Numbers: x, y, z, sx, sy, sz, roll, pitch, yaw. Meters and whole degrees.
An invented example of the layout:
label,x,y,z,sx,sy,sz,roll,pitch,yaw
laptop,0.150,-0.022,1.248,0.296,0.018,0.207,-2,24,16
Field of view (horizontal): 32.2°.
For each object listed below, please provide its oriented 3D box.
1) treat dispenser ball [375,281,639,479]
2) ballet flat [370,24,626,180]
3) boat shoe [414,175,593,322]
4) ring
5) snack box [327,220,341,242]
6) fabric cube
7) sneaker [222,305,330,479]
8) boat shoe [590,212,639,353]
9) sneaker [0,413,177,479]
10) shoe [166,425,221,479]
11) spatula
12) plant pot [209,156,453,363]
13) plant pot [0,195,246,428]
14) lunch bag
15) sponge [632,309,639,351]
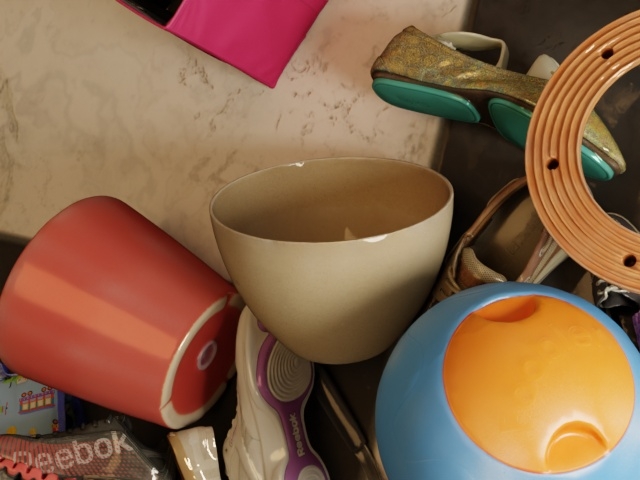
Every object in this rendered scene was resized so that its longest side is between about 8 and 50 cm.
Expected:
label,x,y,z,sx,sy,sz,roll,pitch,yaw
treat dispenser ball,0.200,0.186,1.140,0.288,0.288,0.288,-6,77,29
ballet flat,0.220,-0.181,1.330,0.348,0.123,0.123,24,93,31
boat shoe,0.187,0.046,1.294,0.123,0.116,0.324,37,99,30
ring,0.380,-0.097,1.148,0.336,0.032,0.336,-9,67,21
snack box,0.000,0.000,1.464,0.064,0.022,0.178,-3,79,28
fabric cube,-0.145,-0.399,1.491,0.254,0.258,0.259,38,99,29
sneaker,-0.080,0.227,1.398,0.152,0.114,0.305,-15,78,43
boat shoe,0.339,0.064,1.229,0.075,0.065,0.206,-17,76,25
sneaker,-0.311,0.282,1.444,0.276,0.097,0.135,14,69,-2
shoe,-0.139,0.341,1.425,0.076,0.058,0.219,14,121,67
spatula,0.056,0.277,1.372,0.084,0.030,0.296,-38,64,17
plant pot,0.019,0.034,1.321,0.284,0.284,0.191,9,116,31
plant pot,-0.241,0.106,1.457,0.243,0.275,0.275,25,93,22
lunch bag,-0.447,0.310,1.569,0.221,0.138,0.293,-16,66,6
sponge,0.407,0.168,1.162,0.117,0.031,0.210,-7,73,-7
